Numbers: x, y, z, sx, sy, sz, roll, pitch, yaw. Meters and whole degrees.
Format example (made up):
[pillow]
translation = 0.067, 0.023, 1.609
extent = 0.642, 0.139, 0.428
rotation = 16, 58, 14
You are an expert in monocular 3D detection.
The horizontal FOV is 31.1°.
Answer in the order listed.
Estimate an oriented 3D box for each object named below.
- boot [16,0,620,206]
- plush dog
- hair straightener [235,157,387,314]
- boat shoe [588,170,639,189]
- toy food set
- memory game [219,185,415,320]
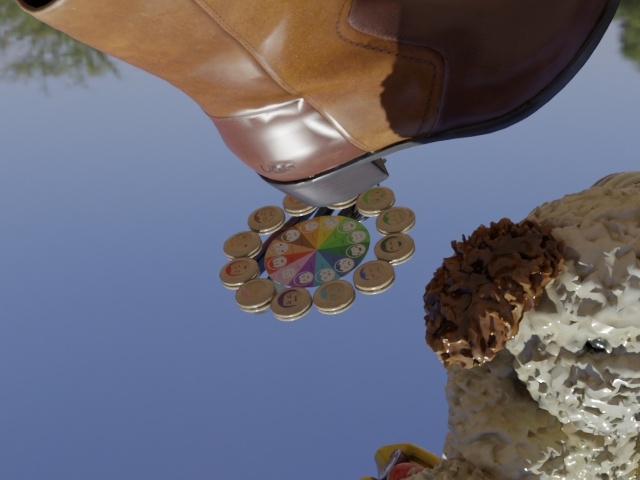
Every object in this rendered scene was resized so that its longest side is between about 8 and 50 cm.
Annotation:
[boot]
translation = 0.016, -0.147, 0.634
extent = 0.264, 0.096, 0.280
rotation = -24, 149, 19
[plush dog]
translation = 0.158, 0.056, 0.653
extent = 0.262, 0.225, 0.211
rotation = -5, -128, -12
[hair straightener]
translation = 0.000, 0.000, 1.277
extent = 0.089, 0.230, 0.047
rotation = 48, -170, 25
[boat shoe]
translation = 0.401, -0.023, 1.104
extent = 0.355, 0.132, 0.130
rotation = -20, -157, -33
[toy food set]
translation = 0.080, 0.284, 1.233
extent = 0.071, 0.128, 0.218
rotation = 16, 176, -20
[memory game]
translation = -0.004, 0.004, 1.031
extent = 0.186, 0.012, 0.186
rotation = -11, -142, 9
